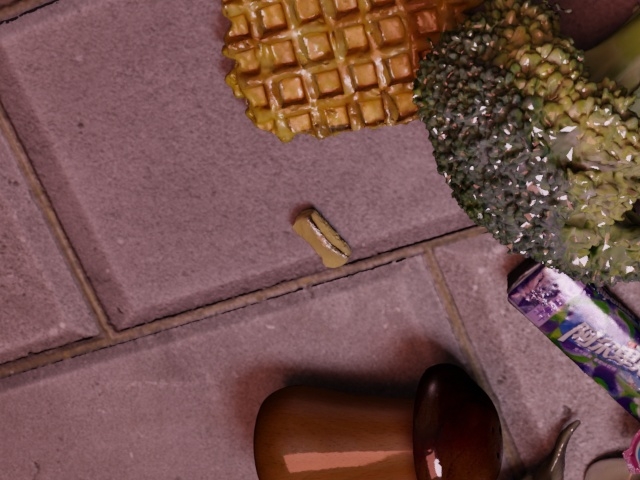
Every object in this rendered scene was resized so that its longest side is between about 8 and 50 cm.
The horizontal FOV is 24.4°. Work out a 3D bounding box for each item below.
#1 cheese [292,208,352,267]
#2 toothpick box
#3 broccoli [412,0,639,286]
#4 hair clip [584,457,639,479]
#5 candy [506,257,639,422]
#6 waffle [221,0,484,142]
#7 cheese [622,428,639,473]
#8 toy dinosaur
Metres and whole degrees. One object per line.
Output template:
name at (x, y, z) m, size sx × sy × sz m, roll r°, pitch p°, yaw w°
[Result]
cheese at (0.000, 0.000, 1.816) m, size 0.044 × 0.030 × 0.083 m, roll -26°, pitch 112°, yaw 44°
toothpick box at (0.076, 0.250, 1.833) m, size 0.294 × 0.192 × 0.192 m, roll -3°, pitch 114°, yaw 21°
broccoli at (0.277, -0.099, 1.571) m, size 0.302 × 0.249 × 0.375 m, roll -33°, pitch 111°, yaw 17°
hair clip at (0.467, 0.356, 1.841) m, size 0.282 × 0.113 × 0.172 m, roll 15°, pitch 117°, yaw 0°
candy at (0.356, 0.132, 1.780) m, size 0.312 × 0.061 × 0.088 m, roll 43°, pitch 114°, yaw -9°
waffle at (0.038, -0.235, 1.684) m, size 0.312 × 0.060 × 0.307 m, roll 22°, pitch 118°, yaw 4°
cheese at (0.434, 0.248, 1.763) m, size 0.145 × 0.038 × 0.095 m, roll -18°, pitch 111°, yaw 17°
toy dinosaur at (0.239, 0.356, 1.861) m, size 0.077 × 0.162 × 0.294 m, roll 46°, pitch 120°, yaw 14°
